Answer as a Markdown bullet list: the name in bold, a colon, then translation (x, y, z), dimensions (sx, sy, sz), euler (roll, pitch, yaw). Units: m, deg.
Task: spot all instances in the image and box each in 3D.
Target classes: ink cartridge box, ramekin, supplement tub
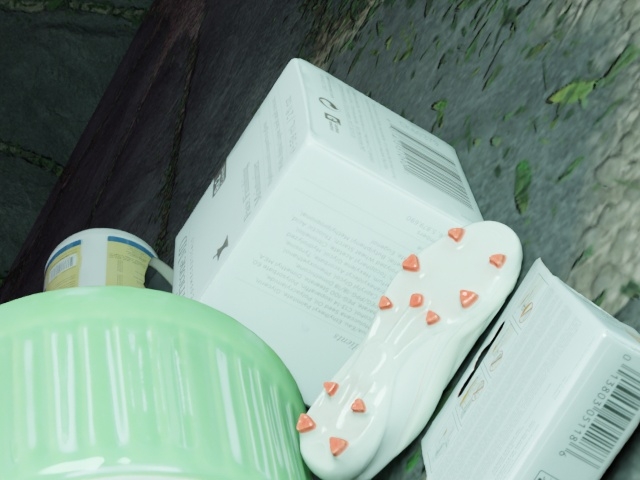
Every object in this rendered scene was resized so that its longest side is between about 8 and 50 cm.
- **ink cartridge box**: translation (0.112, 0.095, 0.592), dimensions (0.145, 0.045, 0.179), euler (-60, 2, 10)
- **ramekin**: translation (-0.139, 0.193, 0.691), dimensions (0.303, 0.303, 0.148), euler (-55, 29, 20)
- **supplement tub**: translation (-0.254, 0.099, 1.266), dimensions (0.144, 0.144, 0.200), euler (-50, 31, 30)

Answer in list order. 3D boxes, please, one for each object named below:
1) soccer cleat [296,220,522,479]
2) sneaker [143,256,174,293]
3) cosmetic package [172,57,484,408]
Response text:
- **soccer cleat**: translation (0.060, 0.072, 0.691), dimensions (0.068, 0.076, 0.196), euler (35, 82, 36)
- **sneaker**: translation (-0.168, 0.093, 1.158), dimensions (0.118, 0.083, 0.222), euler (-57, 21, -4)
- **cosmetic package**: translation (0.000, 0.000, 0.788), dimensions (0.184, 0.151, 0.151), euler (-54, 21, 22)
